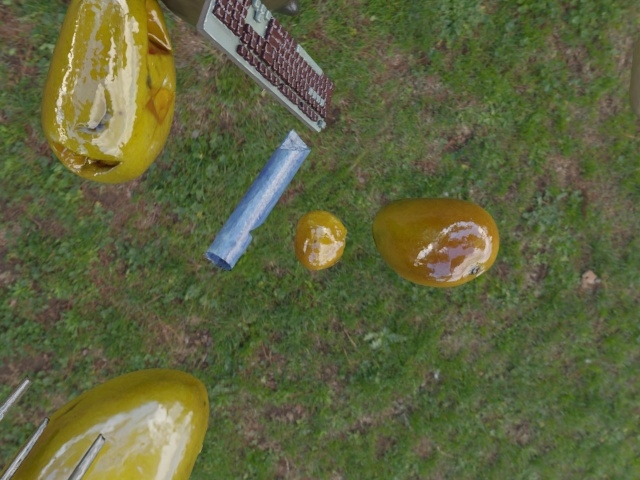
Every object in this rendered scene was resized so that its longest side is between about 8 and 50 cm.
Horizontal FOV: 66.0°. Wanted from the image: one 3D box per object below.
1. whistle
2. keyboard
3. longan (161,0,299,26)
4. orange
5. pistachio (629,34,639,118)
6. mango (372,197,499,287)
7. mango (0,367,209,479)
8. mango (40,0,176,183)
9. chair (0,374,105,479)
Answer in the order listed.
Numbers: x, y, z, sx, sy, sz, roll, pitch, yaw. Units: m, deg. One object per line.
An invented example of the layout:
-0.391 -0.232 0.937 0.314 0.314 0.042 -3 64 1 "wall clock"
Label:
-0.109 -0.082 0.923 0.062 0.062 0.304 40 65 -22 "whistle"
-0.034 -0.145 0.403 0.166 0.017 0.055 27 80 -58 "keyboard"
-0.138 -0.474 0.790 0.300 0.243 0.300 -3 156 -1 "longan"
0.000 0.000 1.256 0.134 0.155 0.155 7 111 9 "orange"
0.337 -0.165 0.435 0.113 0.113 0.149 -31 151 2 "pistachio"
0.212 0.002 0.954 0.139 0.254 0.176 49 56 -45 "mango"
-0.363 0.414 0.838 0.301 0.220 0.445 44 71 -2 "mango"
-0.360 -0.274 0.850 0.182 0.253 0.365 15 120 4 "mango"
-0.447 0.322 0.621 0.166 0.272 0.188 -1 134 32 "chair"
